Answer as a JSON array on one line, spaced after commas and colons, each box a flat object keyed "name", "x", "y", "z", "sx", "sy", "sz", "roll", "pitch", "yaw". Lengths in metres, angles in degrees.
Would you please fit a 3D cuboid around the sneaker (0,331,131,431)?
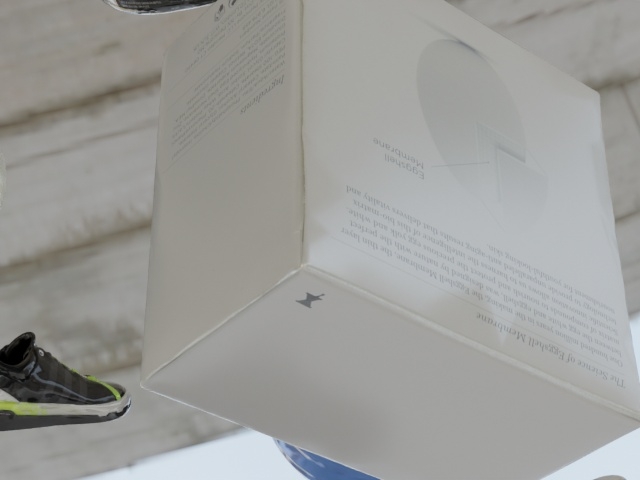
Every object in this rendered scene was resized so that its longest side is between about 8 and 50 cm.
[{"name": "sneaker", "x": -0.279, "y": 0.141, "z": 1.678, "sx": 0.084, "sy": 0.097, "sz": 0.235, "roll": -5, "pitch": -4, "yaw": 33}]

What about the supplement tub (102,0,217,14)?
[{"name": "supplement tub", "x": -0.141, "y": -0.356, "z": 1.307, "sx": 0.194, "sy": 0.193, "sz": 0.316, "roll": -17, "pitch": -57, "yaw": 1}]

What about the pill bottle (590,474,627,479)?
[{"name": "pill bottle", "x": 0.285, "y": 0.306, "z": 1.478, "sx": 0.103, "sy": 0.184, "sz": 0.103, "roll": -30, "pitch": 14, "yaw": 8}]

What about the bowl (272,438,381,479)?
[{"name": "bowl", "x": 0.106, "y": 0.147, "z": 2.070, "sx": 0.391, "sy": 0.391, "sz": 0.077, "roll": -19, "pitch": -42, "yaw": 5}]

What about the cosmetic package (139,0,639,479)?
[{"name": "cosmetic package", "x": 0.037, "y": -0.005, "z": 0.872, "sx": 0.224, "sy": 0.224, "sz": 0.138, "roll": 26, "pitch": -45, "yaw": -30}]

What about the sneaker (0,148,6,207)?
[{"name": "sneaker", "x": -0.397, "y": -0.023, "z": 1.108, "sx": 0.350, "sy": 0.131, "sz": 0.148, "roll": -26, "pitch": -36, "yaw": 1}]
